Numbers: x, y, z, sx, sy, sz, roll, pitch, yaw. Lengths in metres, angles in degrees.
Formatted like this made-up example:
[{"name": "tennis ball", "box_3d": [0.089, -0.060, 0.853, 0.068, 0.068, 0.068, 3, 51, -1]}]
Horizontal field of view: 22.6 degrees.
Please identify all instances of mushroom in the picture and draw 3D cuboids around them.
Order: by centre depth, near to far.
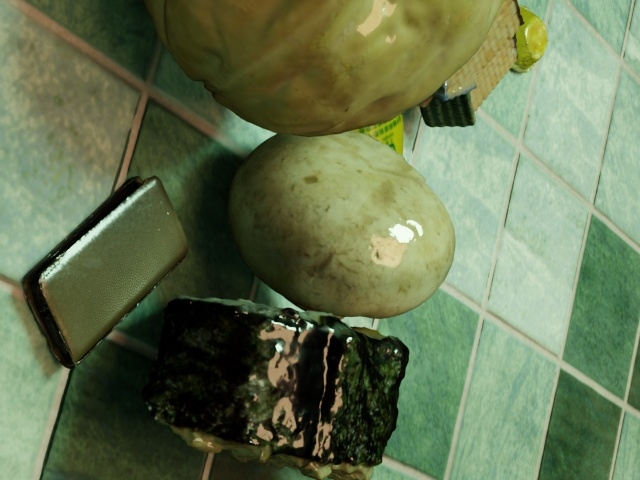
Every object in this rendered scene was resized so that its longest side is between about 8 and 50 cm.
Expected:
[{"name": "mushroom", "box_3d": [0.000, 0.000, 1.712, 0.189, 0.253, 0.195, -21, 142, -52]}]

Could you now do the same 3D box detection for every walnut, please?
[{"name": "walnut", "box_3d": [0.005, -0.284, 1.595, 0.381, 0.381, 0.381, -6, 97, -54]}]

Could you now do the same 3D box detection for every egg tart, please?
[{"name": "egg tart", "box_3d": [0.290, -0.285, 2.249, 0.105, 0.039, 0.105, -9, 102, -52]}]

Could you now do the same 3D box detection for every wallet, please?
[{"name": "wallet", "box_3d": [-0.210, 0.027, 1.590, 0.198, 0.031, 0.110, -47, 128, -41]}]

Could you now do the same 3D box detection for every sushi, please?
[{"name": "sushi", "box_3d": [-0.037, 0.159, 1.689, 0.350, 0.211, 0.171, 25, 74, -61]}]

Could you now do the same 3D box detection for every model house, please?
[{"name": "model house", "box_3d": [0.142, -0.231, 1.969, 0.172, 0.166, 0.183, -55, 151, -15]}]

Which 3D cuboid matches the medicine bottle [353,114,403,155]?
[{"name": "medicine bottle", "box_3d": [0.061, -0.095, 1.915, 0.111, 0.076, 0.309, -28, 116, -33]}]
